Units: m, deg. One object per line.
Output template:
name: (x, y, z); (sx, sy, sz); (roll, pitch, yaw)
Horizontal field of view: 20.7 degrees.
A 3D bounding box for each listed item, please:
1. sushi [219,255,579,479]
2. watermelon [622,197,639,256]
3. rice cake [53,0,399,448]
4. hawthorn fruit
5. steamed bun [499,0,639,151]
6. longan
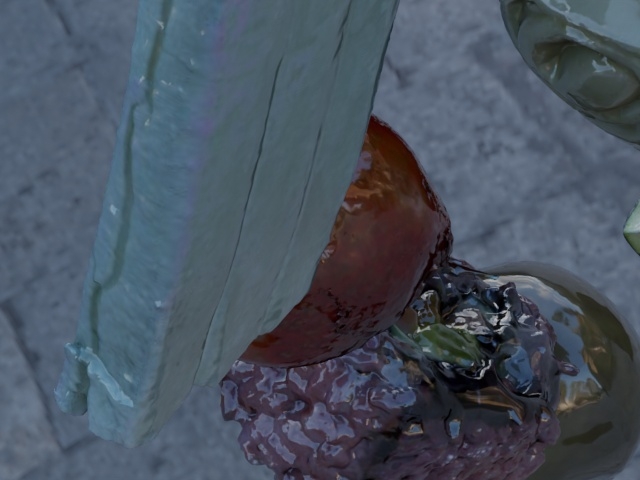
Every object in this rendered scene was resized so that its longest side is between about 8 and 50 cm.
sushi: (0.055, 0.099, 1.357); (0.171, 0.270, 0.236); (-44, 51, 33)
watermelon: (0.413, -0.035, 1.746); (0.193, 0.137, 0.145); (23, 54, -3)
rice cake: (-0.022, -0.044, 0.539); (0.038, 0.211, 0.124); (31, 43, 19)
hawthorn fruit: (0.000, 0.000, 1.106); (0.235, 0.181, 0.181); (15, 35, -19)
steamed bun: (0.259, -0.209, 1.303); (0.255, 0.367, 0.342); (-38, 37, -3)
longan: (0.185, 0.148, 1.748); (0.288, 0.288, 0.350); (-43, -1, -24)
